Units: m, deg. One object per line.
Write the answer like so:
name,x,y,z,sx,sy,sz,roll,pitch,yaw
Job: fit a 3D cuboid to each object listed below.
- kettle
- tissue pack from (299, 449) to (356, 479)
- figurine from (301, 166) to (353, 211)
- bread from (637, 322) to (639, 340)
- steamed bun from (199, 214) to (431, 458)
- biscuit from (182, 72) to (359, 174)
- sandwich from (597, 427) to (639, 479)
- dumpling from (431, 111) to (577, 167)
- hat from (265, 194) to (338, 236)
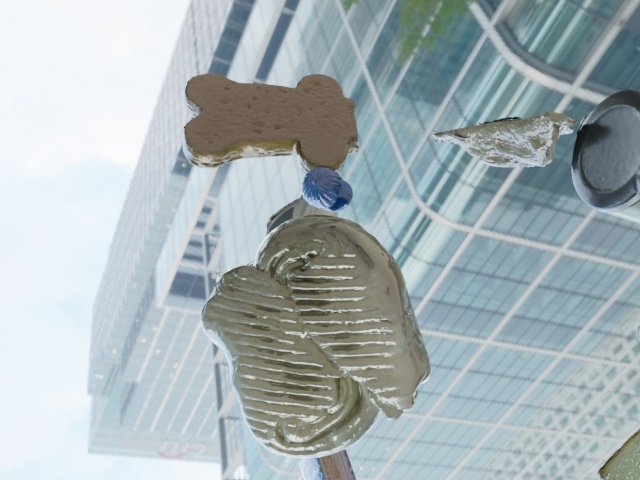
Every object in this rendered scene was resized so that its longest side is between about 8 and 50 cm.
kettle,0.684,-0.093,1.352,0.377,0.250,0.361,12,-147,-21
tissue pack,0.020,0.417,1.272,0.065,0.115,0.155,-10,-120,-22
figurine,0.012,-0.096,1.393,0.149,0.086,0.087,-75,-39,-80
bread,0.526,0.150,1.029,0.193,0.193,0.063,25,-105,-5
steamed bun,0.013,0.128,1.143,0.324,0.310,0.219,60,-157,5
biscuit,-0.112,-0.255,1.732,0.394,0.076,0.368,-1,-136,-8
sandwich,0.695,0.421,1.403,0.099,0.271,0.301,57,170,-10
dumpling,0.388,-0.189,1.545,0.166,0.085,0.332,18,171,-37
hat,-0.001,-0.008,1.616,0.161,0.274,0.232,21,-153,19
